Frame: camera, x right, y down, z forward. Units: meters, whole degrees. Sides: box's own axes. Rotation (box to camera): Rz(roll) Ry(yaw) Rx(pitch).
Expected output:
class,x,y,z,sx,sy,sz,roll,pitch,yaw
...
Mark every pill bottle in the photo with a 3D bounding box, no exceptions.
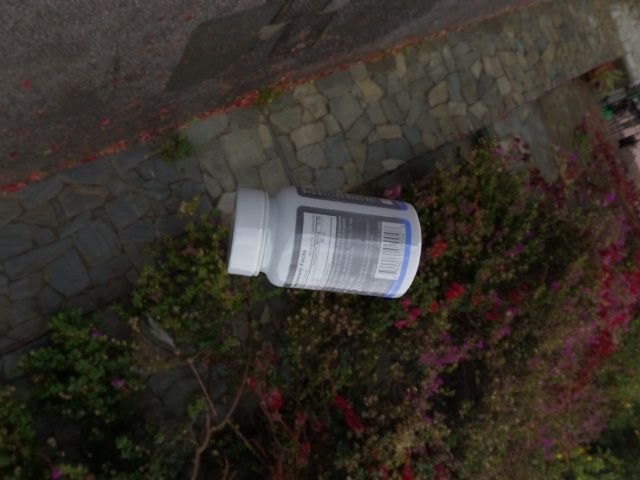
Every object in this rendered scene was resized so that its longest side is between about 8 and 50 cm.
class,x,y,z,sx,sy,sz,roll,pitch,yaw
pill bottle,0.000,0.000,0.390,0.137,0.078,0.078,7,175,-12
